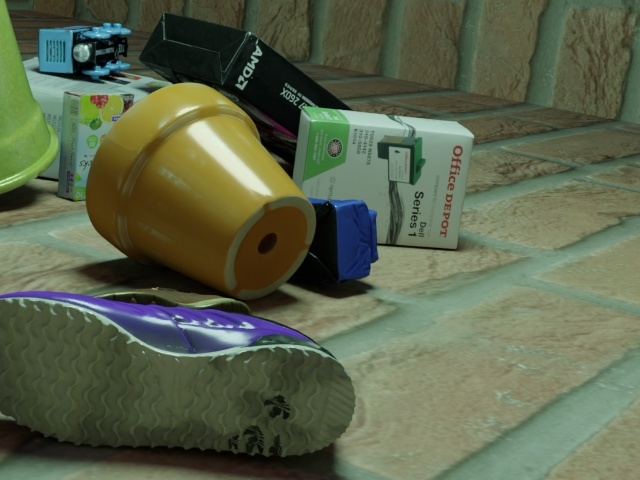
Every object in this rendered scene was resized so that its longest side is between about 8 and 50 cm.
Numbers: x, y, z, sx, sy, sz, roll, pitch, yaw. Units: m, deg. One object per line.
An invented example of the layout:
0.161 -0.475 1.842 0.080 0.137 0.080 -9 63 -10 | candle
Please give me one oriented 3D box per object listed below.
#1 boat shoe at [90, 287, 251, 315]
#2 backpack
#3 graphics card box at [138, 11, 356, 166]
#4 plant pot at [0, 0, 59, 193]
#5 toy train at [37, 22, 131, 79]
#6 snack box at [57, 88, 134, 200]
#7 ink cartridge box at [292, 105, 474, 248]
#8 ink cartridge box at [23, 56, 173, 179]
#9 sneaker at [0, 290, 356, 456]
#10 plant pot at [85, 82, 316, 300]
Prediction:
-0.147 0.073 1.171 0.178 0.064 0.060 4 7 -40 | boat shoe
0.000 0.000 1.483 0.120 0.097 0.101 3 3 41 | backpack
-0.067 -0.201 1.973 0.233 0.094 0.371 23 -8 47 | graphics card box
-0.478 -0.218 1.637 0.276 0.253 0.276 -1 29 0 | plant pot
-0.354 -0.291 1.987 0.105 0.080 0.184 6 14 9 | toy train
-0.300 -0.129 1.755 0.037 0.141 0.100 16 16 35 | snack box
0.078 -0.081 1.714 0.220 0.160 0.092 4 15 -11 | ink cartridge box
-0.355 -0.178 1.963 0.272 0.130 0.309 10 14 5 | ink cartridge box
-0.122 0.097 1.020 0.294 0.102 0.146 11 9 -3 | sneaker
-0.113 -0.036 1.403 0.188 0.205 0.205 37 28 33 | plant pot
